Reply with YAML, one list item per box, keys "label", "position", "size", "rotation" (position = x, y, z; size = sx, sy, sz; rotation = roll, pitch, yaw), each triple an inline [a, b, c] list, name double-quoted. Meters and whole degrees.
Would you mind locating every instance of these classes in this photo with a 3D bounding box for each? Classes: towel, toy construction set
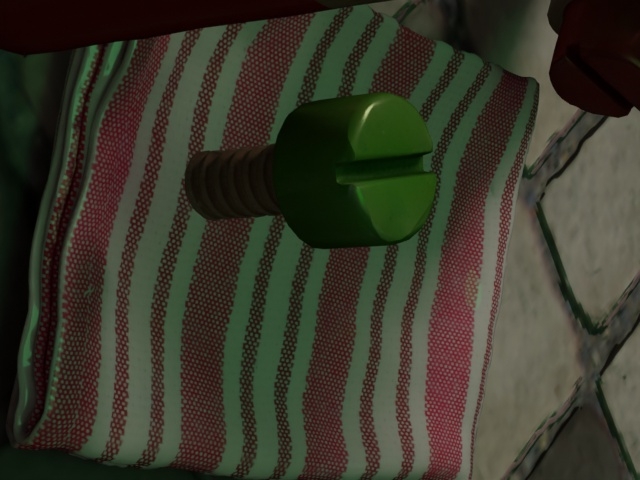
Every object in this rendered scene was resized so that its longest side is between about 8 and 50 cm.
- label: "towel"
  position: [0.000, 0.000, 0.500]
  size: [0.197, 0.029, 0.144]
  rotation: [16, 83, -48]
- label: "toy construction set"
  position: [0.098, -0.126, 0.406]
  size: [0.309, 0.237, 0.257]
  rotation: [-51, 126, -40]
